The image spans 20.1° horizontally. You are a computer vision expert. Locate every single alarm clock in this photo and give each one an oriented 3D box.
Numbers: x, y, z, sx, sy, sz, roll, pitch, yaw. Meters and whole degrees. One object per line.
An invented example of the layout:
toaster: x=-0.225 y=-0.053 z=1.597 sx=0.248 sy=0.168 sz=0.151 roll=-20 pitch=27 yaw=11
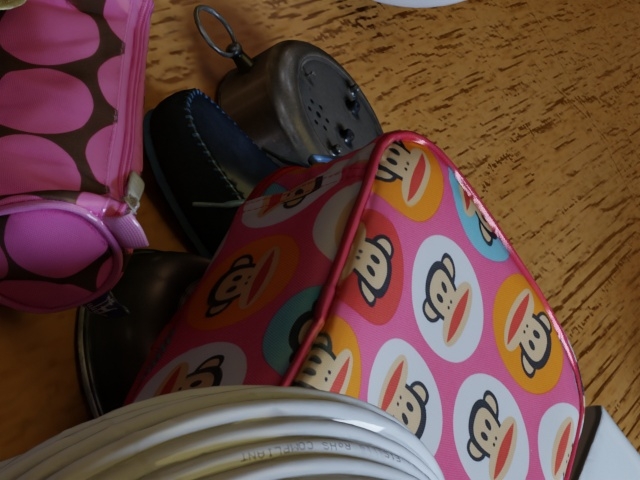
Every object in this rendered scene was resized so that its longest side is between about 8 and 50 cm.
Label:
alarm clock: x=-0.018 y=-0.080 z=1.167 sx=0.192 sy=0.064 sz=0.129 roll=47 pitch=30 yaw=-22

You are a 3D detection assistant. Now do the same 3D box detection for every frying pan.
frying pan: x=-0.036 y=0.141 z=0.940 sx=0.197 sy=0.053 sz=0.326 roll=23 pitch=43 yaw=-49

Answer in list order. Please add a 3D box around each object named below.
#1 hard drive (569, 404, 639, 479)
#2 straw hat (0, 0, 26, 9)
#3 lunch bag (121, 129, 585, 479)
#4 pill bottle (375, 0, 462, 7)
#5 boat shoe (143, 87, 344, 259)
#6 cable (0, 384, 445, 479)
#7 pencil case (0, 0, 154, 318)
hard drive: x=0.236 y=0.314 z=1.199 sx=0.353 sy=0.047 sz=0.233 roll=51 pitch=43 yaw=-20
straw hat: x=-0.212 y=-0.160 z=0.891 sx=0.144 sy=0.061 sz=0.144 roll=42 pitch=29 yaw=-31
lunch bag: x=0.031 y=0.119 z=0.892 sx=0.258 sy=0.120 sz=0.293 roll=52 pitch=44 yaw=-25
pill bottle: x=0.090 y=-0.361 z=1.454 sx=0.210 sy=0.210 sz=0.363 roll=49 pitch=30 yaw=-25
boat shoe: x=0.000 y=0.000 z=1.084 sx=0.258 sy=0.089 sz=0.109 roll=47 pitch=30 yaw=-27
cable: x=-0.053 y=0.165 z=0.652 sx=0.089 sy=0.257 sz=0.257 roll=50 pitch=-18 yaw=43
pencil case: x=-0.129 y=-0.062 z=0.904 sx=0.095 sy=0.098 sz=0.209 roll=48 pitch=28 yaw=-42
